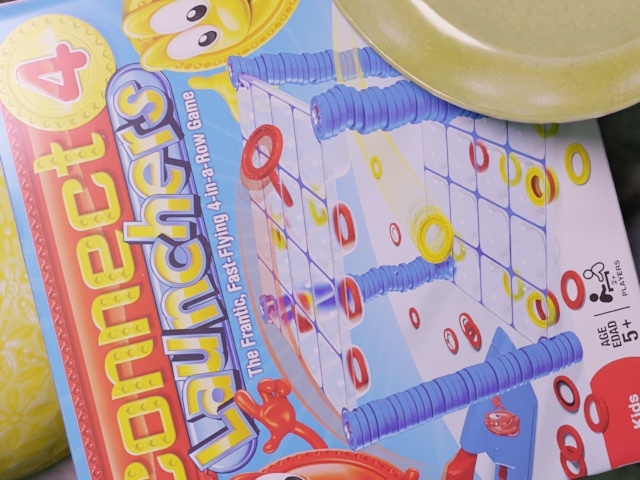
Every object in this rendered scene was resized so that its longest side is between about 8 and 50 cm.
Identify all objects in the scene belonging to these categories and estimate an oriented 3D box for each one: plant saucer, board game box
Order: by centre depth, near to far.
[{"bbox_3d":[0.091,-0.171,0.670,0.241,0.037,0.241,17,124,28],"label":"plant saucer"},{"bbox_3d":[0.000,0.000,0.780,0.302,0.086,0.308,-14,88,-8],"label":"board game box"}]

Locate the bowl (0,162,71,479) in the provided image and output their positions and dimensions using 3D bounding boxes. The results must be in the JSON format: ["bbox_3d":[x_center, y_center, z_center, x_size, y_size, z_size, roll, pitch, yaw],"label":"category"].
[{"bbox_3d":[-0.248,0.013,0.856,0.289,0.156,0.290,0,91,14],"label":"bowl"}]
